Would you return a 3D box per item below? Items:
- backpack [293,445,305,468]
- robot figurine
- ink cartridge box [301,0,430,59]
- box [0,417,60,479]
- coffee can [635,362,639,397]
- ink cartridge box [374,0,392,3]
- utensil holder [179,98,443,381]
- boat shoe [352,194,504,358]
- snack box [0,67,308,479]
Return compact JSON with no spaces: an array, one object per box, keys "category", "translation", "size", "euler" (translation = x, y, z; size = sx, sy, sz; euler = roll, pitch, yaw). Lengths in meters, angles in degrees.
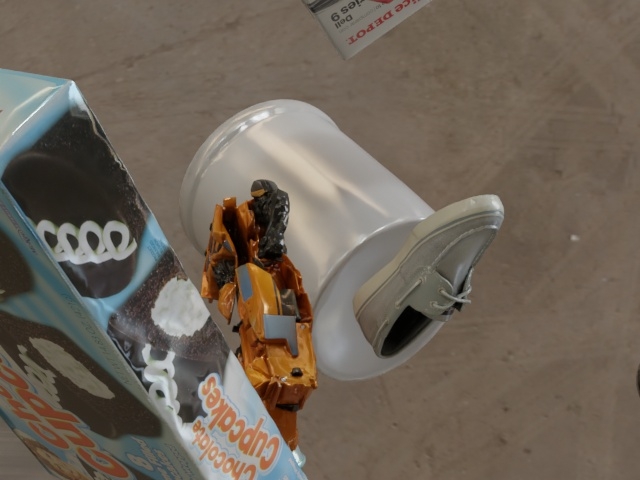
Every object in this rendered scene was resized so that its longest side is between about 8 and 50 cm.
[{"category":"backpack","translation":[-0.114,0.378,1.818],"size":[0.144,0.166,0.188],"euler":[54,50,-13]},{"category":"robot figurine","translation":[-0.066,0.075,1.158],"size":[0.085,0.291,0.211],"euler":[0,135,-16]},{"category":"ink cartridge box","translation":[0.041,-0.428,1.595],"size":[0.211,0.121,0.289],"euler":[-34,140,5]},{"category":"box","translation":[-0.271,0.166,0.998],"size":[0.290,0.087,0.169],"euler":[5,128,-11]},{"category":"coffee can","translation":[0.469,0.068,1.214],"size":[0.201,0.201,0.275],"euler":[-12,128,-22]},{"category":"ink cartridge box","translation":[0.094,-0.367,0.954],"size":[0.117,0.283,0.207],"euler":[10,60,-40]},{"category":"utensil holder","translation":[0.000,0.000,1.844],"size":[0.327,0.385,0.328],"euler":[-21,133,-25]},{"category":"boat shoe","translation":[0.111,0.042,1.091],"size":[0.079,0.227,0.081],"euler":[-2,59,-34]},{"category":"snack box","translation":[-0.137,0.044,0.591],"size":[0.060,0.187,0.322],"euler":[-54,140,-29]}]
